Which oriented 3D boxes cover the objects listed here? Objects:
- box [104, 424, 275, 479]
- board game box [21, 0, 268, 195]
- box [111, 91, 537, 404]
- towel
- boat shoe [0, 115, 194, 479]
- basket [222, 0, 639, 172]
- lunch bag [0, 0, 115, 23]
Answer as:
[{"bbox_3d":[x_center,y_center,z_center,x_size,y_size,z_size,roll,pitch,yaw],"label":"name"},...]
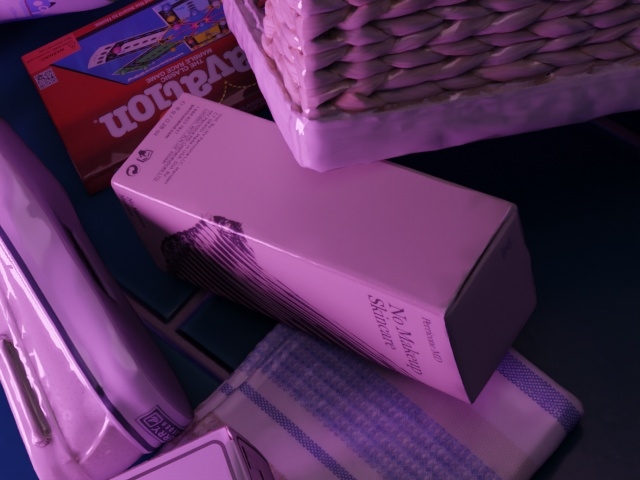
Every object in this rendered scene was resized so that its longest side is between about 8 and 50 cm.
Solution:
[{"bbox_3d":[-0.144,0.251,0.788,0.290,0.087,0.169,-26,63,3],"label":"box"},{"bbox_3d":[-0.091,-0.157,1.077,0.281,0.027,0.145,-28,61,-7],"label":"board game box"},{"bbox_3d":[0.000,0.000,0.882,0.275,0.113,0.094,21,62,32],"label":"box"},{"bbox_3d":[0.013,0.149,0.879,0.209,0.034,0.285,37,72,26],"label":"towel"},{"bbox_3d":[-0.242,0.033,0.945,0.156,0.136,0.367,-37,65,1],"label":"boat shoe"},{"bbox_3d":[0.091,-0.258,0.893,0.331,0.266,0.328,-13,37,-8],"label":"basket"},{"bbox_3d":[-0.263,-0.329,1.116,0.243,0.115,0.303,-10,64,4],"label":"lunch bag"}]
